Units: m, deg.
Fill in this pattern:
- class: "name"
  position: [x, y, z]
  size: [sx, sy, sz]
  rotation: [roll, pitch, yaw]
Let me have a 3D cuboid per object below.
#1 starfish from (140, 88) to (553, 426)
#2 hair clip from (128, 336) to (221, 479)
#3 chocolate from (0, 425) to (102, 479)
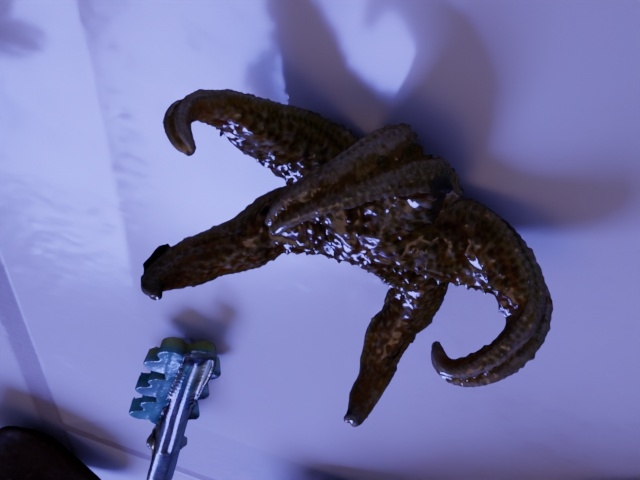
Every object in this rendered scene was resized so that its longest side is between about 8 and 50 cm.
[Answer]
- class: "starfish"
  position: [-0.001, 0.000, 0.538]
  size: [0.146, 0.074, 0.190]
  rotation: [-15, 133, 46]
- class: "hair clip"
  position: [-0.091, 0.096, 0.789]
  size: [0.049, 0.049, 0.173]
  rotation: [24, 145, -1]
- class: "chocolate"
  position: [-0.229, 0.189, 1.001]
  size: [0.148, 0.080, 0.125]
  rotation: [5, 134, 42]
